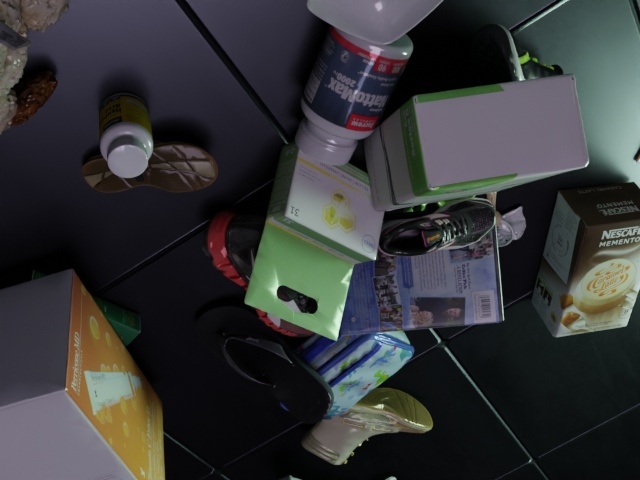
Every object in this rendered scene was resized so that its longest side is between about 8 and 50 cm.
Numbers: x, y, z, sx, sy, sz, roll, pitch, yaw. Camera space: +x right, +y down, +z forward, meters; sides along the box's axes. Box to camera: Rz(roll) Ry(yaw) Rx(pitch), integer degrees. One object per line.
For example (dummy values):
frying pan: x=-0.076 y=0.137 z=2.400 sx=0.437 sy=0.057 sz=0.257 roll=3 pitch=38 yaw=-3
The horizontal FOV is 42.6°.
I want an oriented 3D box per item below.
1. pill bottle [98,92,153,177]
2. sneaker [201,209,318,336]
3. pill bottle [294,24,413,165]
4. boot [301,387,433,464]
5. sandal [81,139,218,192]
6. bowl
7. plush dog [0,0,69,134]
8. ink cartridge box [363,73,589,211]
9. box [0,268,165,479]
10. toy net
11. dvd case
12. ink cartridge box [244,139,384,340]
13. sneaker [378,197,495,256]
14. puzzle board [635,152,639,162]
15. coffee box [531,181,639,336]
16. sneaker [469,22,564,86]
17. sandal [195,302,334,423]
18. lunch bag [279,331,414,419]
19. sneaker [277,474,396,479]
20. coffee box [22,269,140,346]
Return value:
pill bottle: x=-0.241 y=-0.129 z=1.019 sx=0.065 sy=0.116 sz=0.065 roll=-9 pitch=130 yaw=-10
sneaker: x=-0.051 y=0.057 z=1.215 sx=0.135 sy=0.098 sz=0.276 roll=-5 pitch=139 yaw=34
pill bottle: x=0.036 y=-0.192 z=1.056 sx=0.107 sy=0.108 sz=0.180 roll=9 pitch=125 yaw=-23
boot: x=0.087 y=0.353 z=1.539 sx=0.213 sy=0.077 sz=0.165 roll=18 pitch=121 yaw=-22
sandal: x=-0.226 y=-0.103 z=1.096 sx=0.180 sy=0.049 sz=0.072 roll=-4 pitch=125 yaw=6
bowl: x=0.067 y=-0.292 z=0.903 sx=0.142 sy=0.053 sz=0.142 roll=16 pitch=142 yaw=-38
plush dog: x=-0.406 y=-0.185 z=0.899 sx=0.262 sy=0.211 sz=0.225 roll=-2 pitch=152 yaw=-15
ink cartridge box: x=0.182 y=-0.116 z=1.052 sx=0.198 sy=0.273 sz=0.115 roll=-10 pitch=89 yaw=-10
box: x=-0.360 y=0.246 z=1.175 sx=0.168 sy=0.215 sz=0.345 roll=-17 pitch=135 yaw=3
toy net: x=0.239 y=-0.033 z=1.287 sx=0.232 sy=0.045 sz=0.122 roll=28 pitch=116 yaw=-33
dvd case: x=0.143 y=0.045 z=1.240 sx=0.252 sy=0.022 sz=0.181 roll=-5 pitch=99 yaw=7
ink cartridge box: x=0.000 y=0.000 z=1.135 sx=0.171 sy=0.235 sz=0.056 roll=26 pitch=154 yaw=-33
sneaker: x=0.167 y=-0.008 z=1.177 sx=0.178 sy=0.077 sz=0.072 roll=-20 pitch=97 yaw=8
puzzle board: x=0.565 y=-0.170 z=1.292 sx=0.096 sy=0.011 sz=0.128 roll=3 pitch=127 yaw=-19
coffee box: x=0.455 y=0.035 z=1.369 sx=0.141 sy=0.098 sz=0.247 roll=-8 pitch=130 yaw=-10
sneaker: x=0.286 y=-0.223 z=1.141 sx=0.097 sy=0.084 sz=0.235 roll=-46 pitch=131 yaw=-9
sandal: x=-0.087 y=0.187 z=1.281 sx=0.254 sy=0.054 sz=0.097 roll=36 pitch=106 yaw=8
lunch bag: x=0.033 y=0.206 z=1.367 sx=0.219 sy=0.090 sz=0.176 roll=-39 pitch=145 yaw=16
sneaker: x=0.057 y=0.540 z=1.649 sx=0.210 sy=0.137 sz=0.366 roll=-26 pitch=136 yaw=5
coffee box: x=-0.378 y=0.125 z=1.237 sx=0.184 sy=0.040 sz=0.113 roll=29 pitch=118 yaw=-33
